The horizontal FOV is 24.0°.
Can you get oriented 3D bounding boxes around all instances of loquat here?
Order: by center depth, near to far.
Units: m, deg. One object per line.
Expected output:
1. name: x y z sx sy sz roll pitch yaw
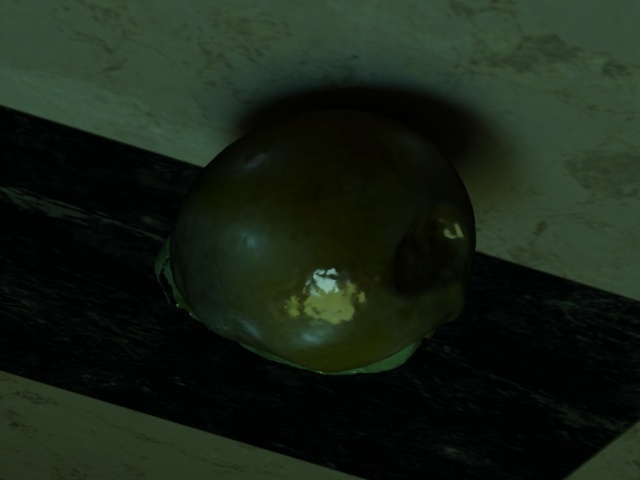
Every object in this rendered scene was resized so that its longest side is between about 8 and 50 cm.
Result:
1. loquat: 0.000 0.000 1.012 0.179 0.179 0.227 35 160 -35

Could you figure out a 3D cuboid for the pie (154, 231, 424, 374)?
1. pie: -0.026 0.049 1.277 0.240 0.054 0.240 14 154 7
